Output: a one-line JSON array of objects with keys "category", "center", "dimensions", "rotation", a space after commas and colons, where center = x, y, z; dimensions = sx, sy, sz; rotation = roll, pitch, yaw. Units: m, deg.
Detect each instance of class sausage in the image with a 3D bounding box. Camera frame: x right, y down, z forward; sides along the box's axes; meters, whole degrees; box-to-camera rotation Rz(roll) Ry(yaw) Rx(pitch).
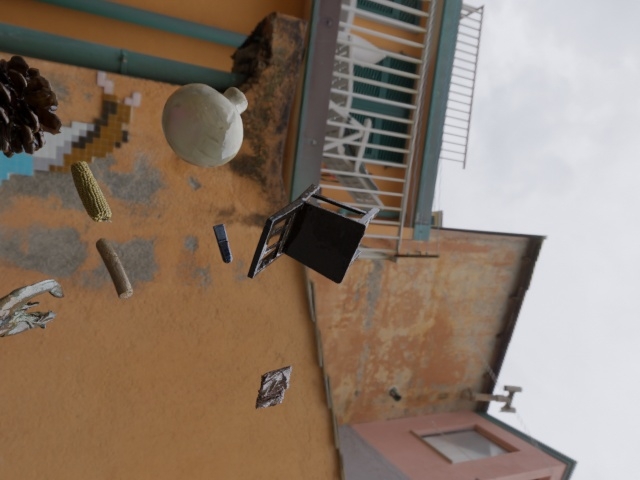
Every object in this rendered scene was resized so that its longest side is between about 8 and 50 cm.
[{"category": "sausage", "center": [-0.814, 0.103, 1.770], "dimensions": [0.301, 0.066, 0.065], "rotation": [51, -43, 26]}]

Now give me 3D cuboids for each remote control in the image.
[{"category": "remote control", "center": [-0.367, 0.014, 1.699], "dimensions": [0.027, 0.044, 0.152], "rotation": [-168, -117, -74]}]

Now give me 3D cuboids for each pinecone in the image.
[{"category": "pinecone", "center": [-1.133, -0.449, 1.549], "dimensions": [0.384, 0.384, 0.384], "rotation": [-176, -90, -66]}]

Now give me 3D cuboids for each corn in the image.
[{"category": "corn", "center": [-1.070, -0.216, 2.086], "dimensions": [0.310, 0.101, 0.101], "rotation": [65, -23, -7]}]

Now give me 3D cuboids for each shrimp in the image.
[{"category": "shrimp", "center": [-0.974, 0.228, 1.516], "dimensions": [0.085, 0.247, 0.360], "rotation": [43, -13, 7]}]

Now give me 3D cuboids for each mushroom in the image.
[{"category": "mushroom", "center": [-0.419, -0.447, 1.696], "dimensions": [0.356, 0.315, 0.315], "rotation": [-40, -150, -3]}]

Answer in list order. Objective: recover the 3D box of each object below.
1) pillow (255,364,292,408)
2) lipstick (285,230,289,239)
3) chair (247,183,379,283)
[{"category": "pillow", "center": [-0.194, 0.618, 1.864], "dimensions": [0.049, 0.135, 0.248], "rotation": [54, -41, 45]}, {"category": "lipstick", "center": [-0.125, 0.011, 1.604], "dimensions": [0.116, 0.037, 0.037], "rotation": [-79, -170, -53]}, {"category": "chair", "center": [0.000, 0.000, 1.295], "dimensions": [0.203, 0.241, 0.416], "rotation": [-67, 174, 24]}]
